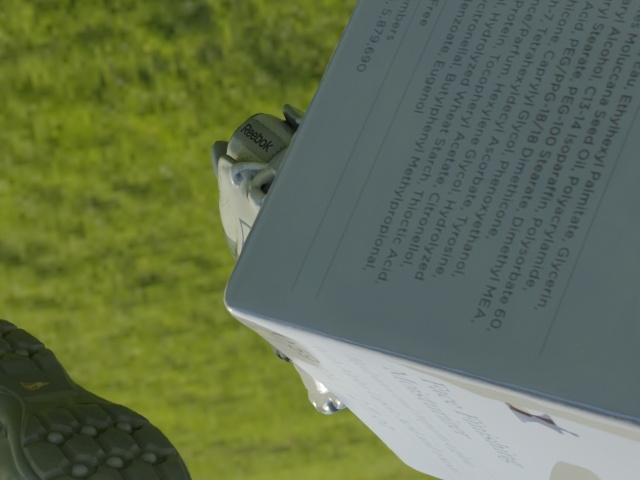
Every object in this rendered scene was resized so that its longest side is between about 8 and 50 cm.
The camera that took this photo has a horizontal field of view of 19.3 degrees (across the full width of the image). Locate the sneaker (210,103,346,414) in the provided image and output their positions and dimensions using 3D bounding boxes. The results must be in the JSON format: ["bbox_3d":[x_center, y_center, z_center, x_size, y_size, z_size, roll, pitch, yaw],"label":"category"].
[{"bbox_3d":[0.000,0.000,0.924,0.111,0.129,0.297,-35,-169,-12],"label":"sneaker"}]

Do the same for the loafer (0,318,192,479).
[{"bbox_3d":[-0.174,0.151,1.206,0.112,0.111,0.319,-5,-158,-32],"label":"loafer"}]

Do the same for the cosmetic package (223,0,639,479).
[{"bbox_3d":[0.102,0.005,0.595,0.183,0.151,0.151,14,162,35],"label":"cosmetic package"}]
